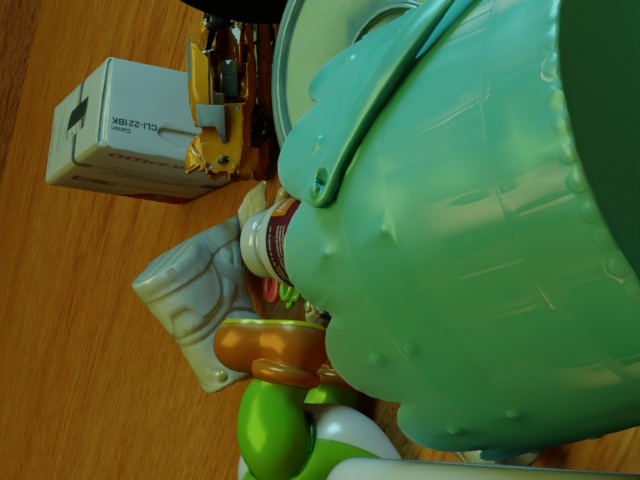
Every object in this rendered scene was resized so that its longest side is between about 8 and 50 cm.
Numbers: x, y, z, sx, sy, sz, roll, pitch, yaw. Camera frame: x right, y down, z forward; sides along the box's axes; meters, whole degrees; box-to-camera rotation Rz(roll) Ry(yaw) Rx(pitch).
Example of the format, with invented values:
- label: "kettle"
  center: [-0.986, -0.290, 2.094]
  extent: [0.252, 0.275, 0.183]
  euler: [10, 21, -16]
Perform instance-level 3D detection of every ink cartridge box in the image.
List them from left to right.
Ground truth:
- label: "ink cartridge box"
  center: [-0.220, -0.131, 1.456]
  extent: [0.273, 0.197, 0.114]
  euler: [-13, 70, 63]

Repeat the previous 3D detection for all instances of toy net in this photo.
- label: "toy net"
  center: [-0.039, 0.001, 1.209]
  extent: [0.232, 0.045, 0.122]
  euler: [-159, 82, -68]

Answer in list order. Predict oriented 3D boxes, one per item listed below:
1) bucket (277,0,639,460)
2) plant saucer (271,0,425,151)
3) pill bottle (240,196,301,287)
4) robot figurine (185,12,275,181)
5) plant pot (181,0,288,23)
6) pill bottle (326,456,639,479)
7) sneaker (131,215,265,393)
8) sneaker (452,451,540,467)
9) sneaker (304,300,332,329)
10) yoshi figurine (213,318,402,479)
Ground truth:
- label: "bucket"
  center: [0.139, -0.029, 0.587]
  extent: [0.183, 0.281, 0.281]
  euler: [-24, 61, 50]
- label: "plant saucer"
  center: [0.069, -0.131, 0.880]
  extent: [0.318, 0.044, 0.317]
  euler: [0, 90, 41]
- label: "pill bottle"
  center: [0.000, 0.000, 1.032]
  extent: [0.152, 0.086, 0.086]
  euler: [-5, 78, 44]
- label: "robot figurine"
  center: [-0.102, -0.214, 1.273]
  extent: [0.211, 0.085, 0.291]
  euler: [8, -99, -81]
- label: "plant pot"
  center: [-0.031, -0.300, 1.106]
  extent: [0.167, 0.187, 0.188]
  euler: [37, -124, -76]
- label: "pill bottle"
  center: [0.103, 0.325, 0.594]
  extent: [0.229, 0.229, 0.407]
  euler: [-16, 68, 63]
- label: "sneaker"
  center: [-0.111, 0.076, 1.263]
  extent: [0.108, 0.169, 0.292]
  euler: [-29, 8, 13]
- label: "sneaker"
  center: [0.139, 0.050, 0.770]
  extent: [0.111, 0.103, 0.252]
  euler: [42, 126, 57]
- label: "sneaker"
  center: [0.018, 0.059, 1.079]
  extent: [0.069, 0.038, 0.098]
  euler: [-122, 46, -56]
- label: "yoshi figurine"
  center: [-0.046, 0.258, 1.002]
  extent: [0.203, 0.204, 0.362]
  euler: [133, 139, -75]
